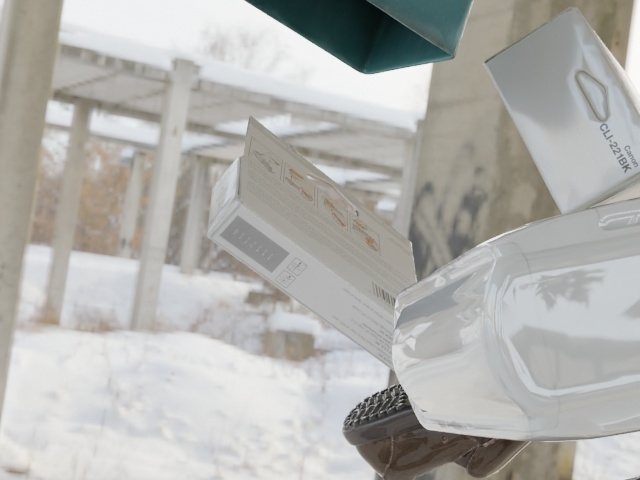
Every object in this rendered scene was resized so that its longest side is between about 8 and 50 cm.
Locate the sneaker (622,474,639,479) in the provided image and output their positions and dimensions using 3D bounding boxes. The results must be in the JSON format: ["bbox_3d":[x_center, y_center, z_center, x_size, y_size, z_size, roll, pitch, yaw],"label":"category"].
[{"bbox_3d":[0.230,0.255,0.835,0.268,0.101,0.153,-33,-2,3],"label":"sneaker"}]

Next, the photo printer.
[{"bbox_3d":[0.177,0.043,0.617,0.256,0.107,0.307,-10,-7,-8],"label":"photo printer"}]

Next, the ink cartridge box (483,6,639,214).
[{"bbox_3d":[0.305,-0.111,1.187,0.114,0.197,0.273,-30,-20,19],"label":"ink cartridge box"}]

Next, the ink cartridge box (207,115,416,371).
[{"bbox_3d":[0.000,0.000,1.349,0.296,0.066,0.261,37,20,-18],"label":"ink cartridge box"}]

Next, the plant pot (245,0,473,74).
[{"bbox_3d":[0.062,-0.301,0.999,0.165,0.234,0.165,28,-9,-26],"label":"plant pot"}]

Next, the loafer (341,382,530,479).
[{"bbox_3d":[0.209,0.217,1.348,0.365,0.130,0.134,-21,12,28],"label":"loafer"}]
